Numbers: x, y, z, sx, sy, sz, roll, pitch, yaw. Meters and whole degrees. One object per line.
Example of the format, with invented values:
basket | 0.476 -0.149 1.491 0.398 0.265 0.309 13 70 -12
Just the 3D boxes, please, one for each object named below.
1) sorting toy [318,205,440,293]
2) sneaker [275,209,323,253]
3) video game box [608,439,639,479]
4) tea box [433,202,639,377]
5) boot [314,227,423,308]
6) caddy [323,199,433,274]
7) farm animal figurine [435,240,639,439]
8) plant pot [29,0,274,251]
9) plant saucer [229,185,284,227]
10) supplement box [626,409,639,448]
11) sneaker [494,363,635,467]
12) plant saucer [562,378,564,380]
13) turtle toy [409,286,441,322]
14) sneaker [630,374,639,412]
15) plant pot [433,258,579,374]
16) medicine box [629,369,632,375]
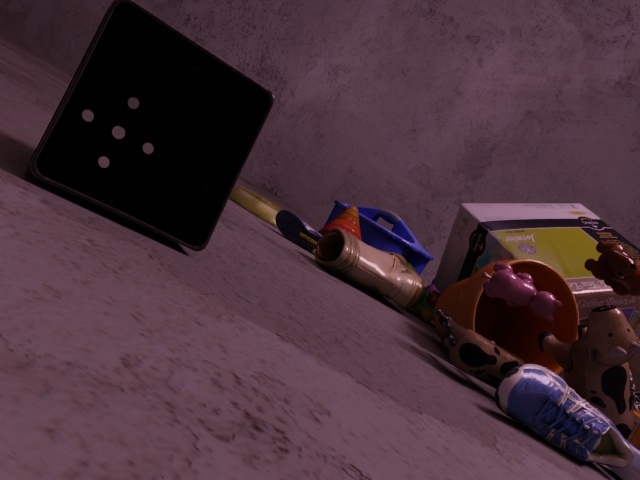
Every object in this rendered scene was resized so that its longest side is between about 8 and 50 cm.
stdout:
sorting toy | 0.166 0.029 1.645 0.365 0.126 0.127 29 -33 -11
sneaker | -0.040 -0.014 1.508 0.144 0.053 0.059 39 3 -6
video game box | 0.475 0.337 0.843 0.187 0.048 0.205 33 3 -12
tea box | 0.468 0.091 1.395 0.329 0.220 0.323 -1 32 -23
boot | 0.080 0.041 1.417 0.203 0.095 0.262 28 7 -18
caddy | 0.153 -0.001 1.883 0.241 0.179 0.341 28 4 -42
farm animal figurine | 0.365 0.169 0.971 0.327 0.330 0.172 63 -3 -19
plant pot | -0.194 -0.117 0.737 0.188 0.187 0.167 28 -7 -30
plant saucer | -0.135 -0.077 1.722 0.241 0.037 0.241 31 3 -2
supplement box | 0.554 0.349 1.087 0.078 0.080 0.233 27 6 -12
sneaker | 0.306 0.218 0.848 0.211 0.080 0.081 28 2 -23
plant saucer | 0.559 0.339 1.595 0.195 0.037 0.195 31 4 -2
turtle toy | 0.229 0.135 1.486 0.130 0.066 0.095 28 4 -34
sneaker | 0.730 0.390 1.579 0.087 0.130 0.227 27 7 -23
plant pot | 0.293 0.134 1.165 0.205 0.205 0.188 29 -11 -17
medicine box | 0.828 0.356 1.745 0.289 0.263 0.149 31 4 20
